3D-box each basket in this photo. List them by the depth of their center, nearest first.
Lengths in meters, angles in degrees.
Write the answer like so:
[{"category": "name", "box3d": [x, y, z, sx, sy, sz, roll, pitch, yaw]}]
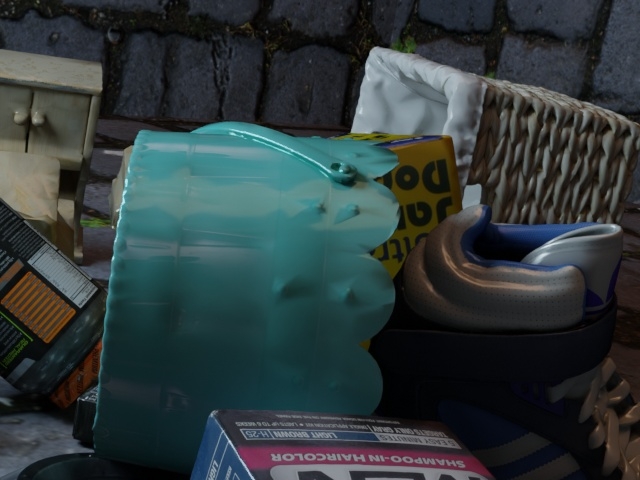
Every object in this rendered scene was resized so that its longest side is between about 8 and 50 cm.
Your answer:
[{"category": "basket", "box3d": [0.192, -0.048, 1.534, 0.267, 0.328, 0.331, 8, 12, -17]}]

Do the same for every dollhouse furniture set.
[{"category": "dollhouse furniture set", "box3d": [-0.334, -0.004, 1.350, 0.362, 0.256, 0.394, 6, 34, -15]}]

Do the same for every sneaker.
[{"category": "sneaker", "box3d": [0.190, 0.109, 0.879, 0.323, 0.236, 0.130, 30, 35, 9]}]

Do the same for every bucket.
[{"category": "bucket", "box3d": [-0.055, 0.048, 0.892, 0.183, 0.281, 0.281, 8, 13, -5]}]

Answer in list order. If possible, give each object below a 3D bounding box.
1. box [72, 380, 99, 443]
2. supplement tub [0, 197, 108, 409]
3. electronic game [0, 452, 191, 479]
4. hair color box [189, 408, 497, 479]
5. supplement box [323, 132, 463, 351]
[{"category": "box", "box3d": [-0.098, 0.149, 1.084, 0.184, 0.045, 0.190, 14, 12, 7]}, {"category": "supplement tub", "box3d": [-0.265, 0.052, 1.071, 0.190, 0.117, 0.117, 43, 10, -7]}, {"category": "electronic game", "box3d": [-0.116, 0.199, 0.830, 0.229, 0.048, 0.229, 13, 7, -2]}, {"category": "hair color box", "box3d": [0.063, 0.219, 0.630, 0.174, 0.105, 0.347, 7, 20, -28]}, {"category": "supplement box", "box3d": [0.000, 0.000, 1.248, 0.194, 0.195, 0.356, -11, 8, -13]}]
